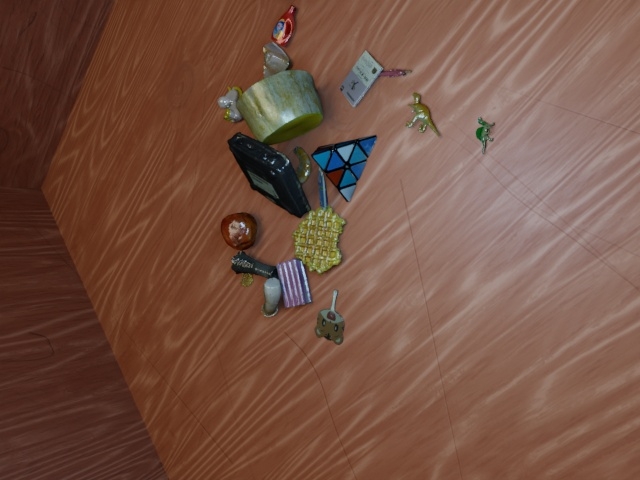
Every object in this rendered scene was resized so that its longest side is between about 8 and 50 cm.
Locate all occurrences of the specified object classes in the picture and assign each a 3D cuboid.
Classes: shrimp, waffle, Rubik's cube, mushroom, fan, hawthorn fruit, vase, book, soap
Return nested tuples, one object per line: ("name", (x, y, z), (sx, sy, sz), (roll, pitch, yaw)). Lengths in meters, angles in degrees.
("shrimp", (-0.111, -0.317, 1.990), (0.161, 0.049, 0.166), (-23, 76, 33))
("waffle", (-0.357, 0.180, 2.214), (0.078, 0.016, 0.085), (-9, 87, 34))
("Rubik's cube", (0.020, -0.336, 1.822), (0.234, 0.250, 0.284), (46, 124, 49))
("mushroom", (-0.217, 0.261, 2.027), (0.223, 0.081, 0.092), (100, 149, -43))
("fan", (0.045, 0.313, 1.910), (0.152, 0.008, 0.226), (16, 102, 37))
("hawthorn fruit", (-0.372, -0.047, 2.137), (0.173, 0.173, 0.179), (-39, 90, 32))
("waffle", (0.001, 0.000, 1.901), (0.291, 0.051, 0.291), (-3, 85, 32))
("vase", (-0.291, 0.127, 2.113), (0.237, 0.115, 0.115), (13, 100, 33))
("book", (0.153, -0.627, 1.782), (0.181, 0.014, 0.127), (-49, 57, 31))
("soap", (-0.115, 0.185, 1.994), (0.122, 0.065, 0.203), (-18, 80, 38))

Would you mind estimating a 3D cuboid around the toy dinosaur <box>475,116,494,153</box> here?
("toy dinosaur", (0.534, -0.343, 1.505), (0.060, 0.029, 0.119), (15, 107, 52))

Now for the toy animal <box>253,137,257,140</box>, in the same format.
("toy animal", (-0.311, -0.432, 2.123), (0.150, 0.083, 0.089), (-15, 69, 26))

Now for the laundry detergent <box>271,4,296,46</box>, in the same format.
("laundry detergent", (-0.149, -0.936, 1.998), (0.097, 0.049, 0.165), (41, 114, 22))

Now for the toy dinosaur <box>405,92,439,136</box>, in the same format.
("toy dinosaur", (0.371, -0.443, 1.616), (0.162, 0.039, 0.126), (26, 106, 33))

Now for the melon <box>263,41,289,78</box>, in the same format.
("melon", (-0.197, -0.773, 2.017), (0.139, 0.093, 0.202), (12, 103, 29))

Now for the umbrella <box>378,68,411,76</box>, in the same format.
("umbrella", (0.265, -0.619, 1.701), (0.165, 0.025, 0.027), (13, 115, 40))

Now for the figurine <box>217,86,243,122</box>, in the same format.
("figurine", (-0.421, -0.656, 2.204), (0.130, 0.109, 0.178), (-24, 75, 9))

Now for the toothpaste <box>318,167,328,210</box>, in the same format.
("toothpaste", (0.009, -0.197, 1.809), (0.057, 0.035, 0.197), (-106, 7, -50))

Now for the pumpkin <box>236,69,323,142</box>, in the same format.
("pumpkin", (-0.153, -0.509, 1.845), (0.332, 0.332, 0.199), (-23, 82, 36))

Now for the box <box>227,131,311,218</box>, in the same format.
("box", (-0.215, -0.265, 1.919), (0.359, 0.350, 0.091), (32, 69, 32))
